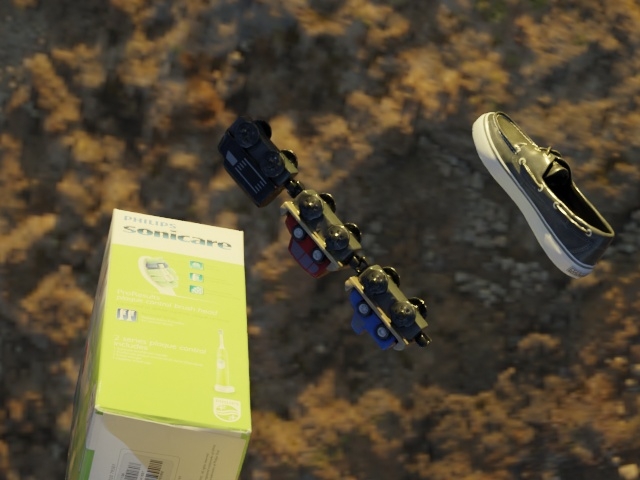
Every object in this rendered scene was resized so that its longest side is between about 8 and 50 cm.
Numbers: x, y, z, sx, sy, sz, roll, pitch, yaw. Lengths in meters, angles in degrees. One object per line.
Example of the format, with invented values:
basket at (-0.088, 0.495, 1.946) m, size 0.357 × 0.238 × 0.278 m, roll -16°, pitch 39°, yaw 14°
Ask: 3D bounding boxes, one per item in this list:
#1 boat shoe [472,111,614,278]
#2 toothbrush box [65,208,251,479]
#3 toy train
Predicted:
boat shoe at (0.152, -0.039, 1.095) m, size 0.040 × 0.049 × 0.142 m, roll -50°, pitch 55°, yaw 31°
toothbrush box at (-0.137, 0.139, 1.325) m, size 0.283 × 0.122 × 0.206 m, roll -94°, pitch 18°, yaw -58°
toy train at (0.000, 0.000, 0.856) m, size 0.036 × 0.027 × 0.158 m, roll -45°, pitch 78°, yaw 18°
